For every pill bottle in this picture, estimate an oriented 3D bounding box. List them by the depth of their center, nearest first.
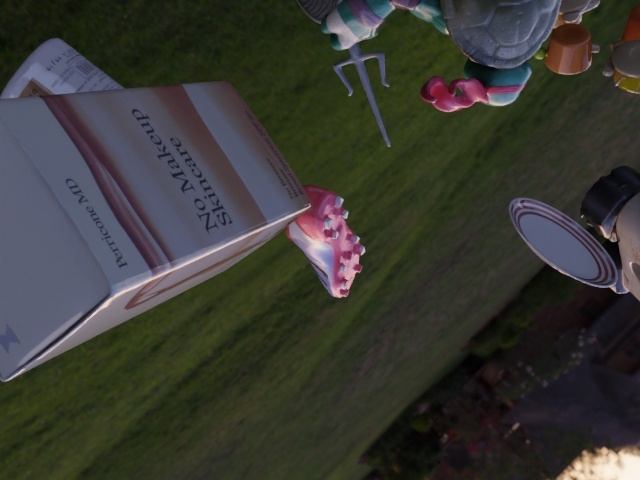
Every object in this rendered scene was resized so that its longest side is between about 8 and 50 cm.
[{"bbox_3d":[-0.300,-0.151,1.079,0.131,0.229,0.131,-50,-169,13],"label":"pill bottle"}]

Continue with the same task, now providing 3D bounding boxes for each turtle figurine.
[{"bbox_3d":[0.096,-0.169,0.478,0.175,0.118,0.234,-17,119,-21],"label":"turtle figurine"}]

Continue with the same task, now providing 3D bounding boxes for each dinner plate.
[{"bbox_3d":[0.262,0.004,0.877,0.141,0.141,0.017,-19,146,-53],"label":"dinner plate"}]

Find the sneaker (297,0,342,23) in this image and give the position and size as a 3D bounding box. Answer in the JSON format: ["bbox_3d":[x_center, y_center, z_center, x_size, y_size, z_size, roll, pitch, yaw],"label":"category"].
[{"bbox_3d":[0.025,-0.343,0.948,0.118,0.222,0.083,8,152,-42],"label":"sneaker"}]

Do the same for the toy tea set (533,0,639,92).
[{"bbox_3d":[0.422,-0.313,1.305,0.200,0.336,0.124,-49,148,-27],"label":"toy tea set"}]

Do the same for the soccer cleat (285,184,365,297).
[{"bbox_3d":[0.000,0.000,1.148,0.083,0.095,0.248,-61,157,-22],"label":"soccer cleat"}]

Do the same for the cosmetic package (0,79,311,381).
[{"bbox_3d":[-0.147,-0.028,0.631,0.129,0.153,0.296,-35,179,27],"label":"cosmetic package"}]

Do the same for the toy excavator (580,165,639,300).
[{"bbox_3d":[0.615,-0.105,1.135,0.445,0.222,0.433,-35,137,-4],"label":"toy excavator"}]
